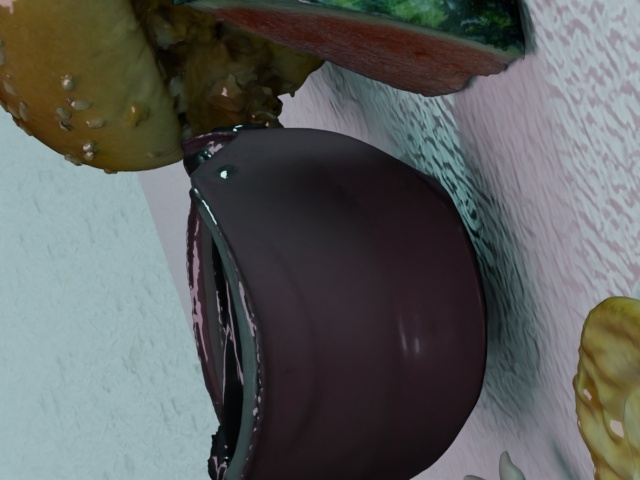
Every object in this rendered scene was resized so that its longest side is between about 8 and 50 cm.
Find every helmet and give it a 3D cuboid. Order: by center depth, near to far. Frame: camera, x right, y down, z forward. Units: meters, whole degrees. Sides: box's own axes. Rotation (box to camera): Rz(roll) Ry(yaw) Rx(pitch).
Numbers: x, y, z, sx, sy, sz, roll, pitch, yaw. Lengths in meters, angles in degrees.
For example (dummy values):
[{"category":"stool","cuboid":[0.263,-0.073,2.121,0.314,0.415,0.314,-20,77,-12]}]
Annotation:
[{"category":"helmet","cuboid":[0.007,0.047,1.052,0.338,0.197,0.271,-175,78,-85]}]

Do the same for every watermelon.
[{"category":"watermelon","cuboid":[0.017,-0.134,0.885,0.136,0.207,0.202,-77,-34,-53]}]

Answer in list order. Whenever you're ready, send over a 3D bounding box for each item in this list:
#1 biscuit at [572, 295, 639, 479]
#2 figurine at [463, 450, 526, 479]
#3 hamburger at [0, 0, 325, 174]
[{"category":"biscuit","cuboid":[0.184,0.136,0.721,0.260,0.041,0.203,-129,29,-62]},{"category":"figurine","cuboid":[0.136,0.205,0.927,0.146,0.081,0.098,-129,25,-63]},{"category":"hamburger","cuboid":[-0.137,-0.177,1.223,0.287,0.268,0.445,58,175,-21]}]
